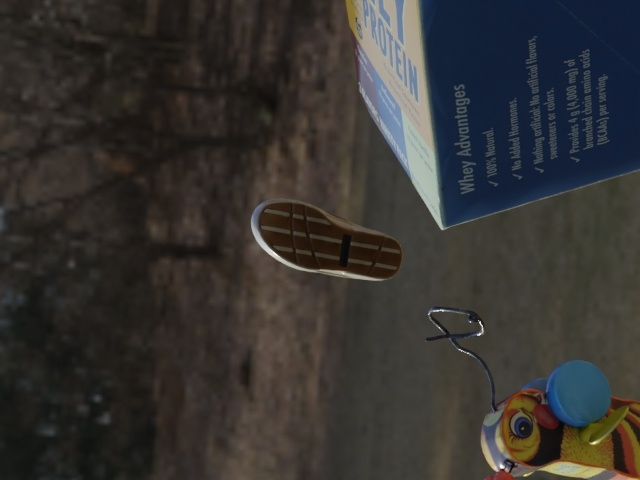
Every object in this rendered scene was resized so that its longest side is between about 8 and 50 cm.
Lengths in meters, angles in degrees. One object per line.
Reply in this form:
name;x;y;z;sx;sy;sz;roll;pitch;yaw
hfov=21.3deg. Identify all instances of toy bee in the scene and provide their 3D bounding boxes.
toy bee;0.234;0.209;1.803;0.195;0.298;0.162;89;-162;-64

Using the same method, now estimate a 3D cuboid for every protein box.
protein box;0.121;-0.145;0.837;0.136;0.201;0.200;-117;14;-51

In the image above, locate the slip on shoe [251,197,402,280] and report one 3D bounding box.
slip on shoe;0.000;0.000;1.318;0.041;0.135;0.051;8;86;58
